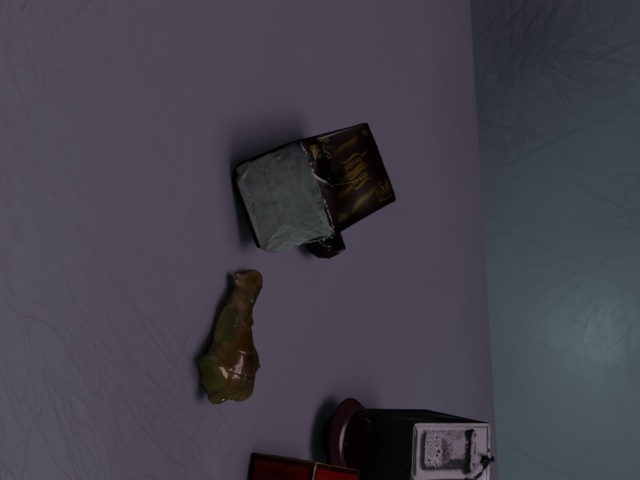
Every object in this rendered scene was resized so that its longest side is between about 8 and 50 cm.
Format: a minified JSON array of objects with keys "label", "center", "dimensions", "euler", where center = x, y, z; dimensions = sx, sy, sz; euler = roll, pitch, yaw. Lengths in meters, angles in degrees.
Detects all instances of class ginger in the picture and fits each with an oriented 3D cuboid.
[{"label":"ginger","center":[-0.154,0.178,1.391],"dimensions":[0.131,0.086,0.294],"euler":[38,48,-31]}]

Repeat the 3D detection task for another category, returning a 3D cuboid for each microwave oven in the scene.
[{"label":"microwave oven","center":[0.254,0.669,1.851],"dimensions":[0.236,0.374,0.431],"euler":[6,81,-25]}]

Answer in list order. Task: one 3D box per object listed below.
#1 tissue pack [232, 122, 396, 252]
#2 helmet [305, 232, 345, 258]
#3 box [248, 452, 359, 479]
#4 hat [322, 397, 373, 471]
[{"label":"tissue pack","center":[-0.002,-0.119,1.552],"dimensions":[0.370,0.198,0.210],"euler":[-31,99,-61]},{"label":"helmet","center":[0.000,0.000,1.708],"dimensions":[0.123,0.070,0.098],"euler":[15,46,-44]},{"label":"box","center":[-0.031,0.508,1.550],"dimensions":[0.240,0.153,0.074],"euler":[39,60,-58]},{"label":"hat","center":[0.058,0.495,1.804],"dimensions":[0.205,0.089,0.205],"euler":[4,85,-59]}]
